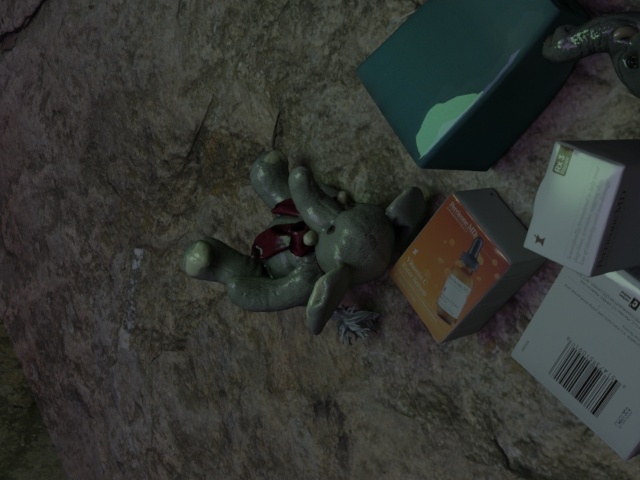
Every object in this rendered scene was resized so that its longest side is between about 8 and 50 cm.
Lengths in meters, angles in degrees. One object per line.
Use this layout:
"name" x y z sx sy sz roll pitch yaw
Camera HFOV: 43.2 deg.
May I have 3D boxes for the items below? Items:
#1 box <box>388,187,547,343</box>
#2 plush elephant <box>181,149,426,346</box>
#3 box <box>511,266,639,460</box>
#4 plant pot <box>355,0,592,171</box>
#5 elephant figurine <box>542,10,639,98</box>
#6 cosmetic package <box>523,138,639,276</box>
"box" 0.196 0.033 1.093 0.130 0.091 0.170 55 132 26
"plush elephant" 0.000 0.000 1.186 0.330 0.272 0.255 43 146 -1
"box" 0.349 0.113 0.917 0.181 0.119 0.182 44 126 34
"plant pot" 0.201 -0.225 0.997 0.234 0.165 0.165 -46 63 34
"elephant figurine" 0.381 -0.190 0.812 0.239 0.169 0.186 -44 44 39
"cosmetic package" 0.321 -0.040 0.838 0.085 0.231 0.117 30 118 41
